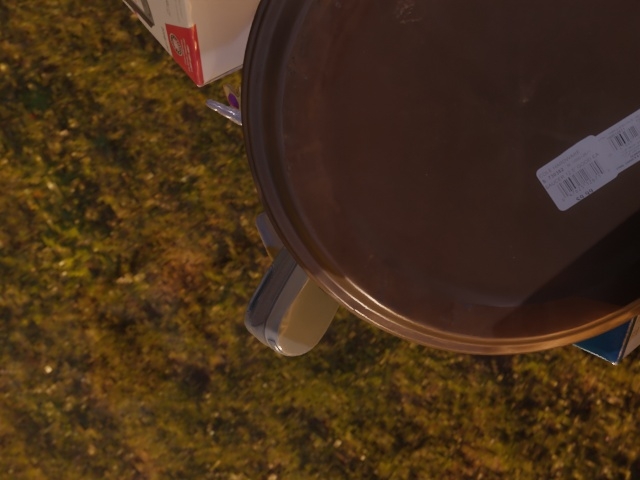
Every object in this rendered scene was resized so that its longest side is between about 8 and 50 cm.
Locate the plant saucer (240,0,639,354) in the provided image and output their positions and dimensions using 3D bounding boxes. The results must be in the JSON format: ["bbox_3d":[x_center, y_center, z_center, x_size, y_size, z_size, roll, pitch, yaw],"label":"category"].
[{"bbox_3d":[0.097,-0.065,0.517,0.278,0.041,0.277,0,106,0],"label":"plant saucer"}]

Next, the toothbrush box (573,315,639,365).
[{"bbox_3d":[0.134,-0.080,0.739,0.296,0.126,0.216,27,117,30],"label":"toothbrush box"}]

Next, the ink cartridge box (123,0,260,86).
[{"bbox_3d":[-0.208,-0.398,1.411,0.306,0.131,0.226,47,158,28],"label":"ink cartridge box"}]

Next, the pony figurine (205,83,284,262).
[{"bbox_3d":[0.050,-0.086,1.369,0.363,0.351,0.302,66,147,35],"label":"pony figurine"}]

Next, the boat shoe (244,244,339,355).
[{"bbox_3d":[0.000,0.001,0.975,0.081,0.227,0.079,19,161,45],"label":"boat shoe"}]
